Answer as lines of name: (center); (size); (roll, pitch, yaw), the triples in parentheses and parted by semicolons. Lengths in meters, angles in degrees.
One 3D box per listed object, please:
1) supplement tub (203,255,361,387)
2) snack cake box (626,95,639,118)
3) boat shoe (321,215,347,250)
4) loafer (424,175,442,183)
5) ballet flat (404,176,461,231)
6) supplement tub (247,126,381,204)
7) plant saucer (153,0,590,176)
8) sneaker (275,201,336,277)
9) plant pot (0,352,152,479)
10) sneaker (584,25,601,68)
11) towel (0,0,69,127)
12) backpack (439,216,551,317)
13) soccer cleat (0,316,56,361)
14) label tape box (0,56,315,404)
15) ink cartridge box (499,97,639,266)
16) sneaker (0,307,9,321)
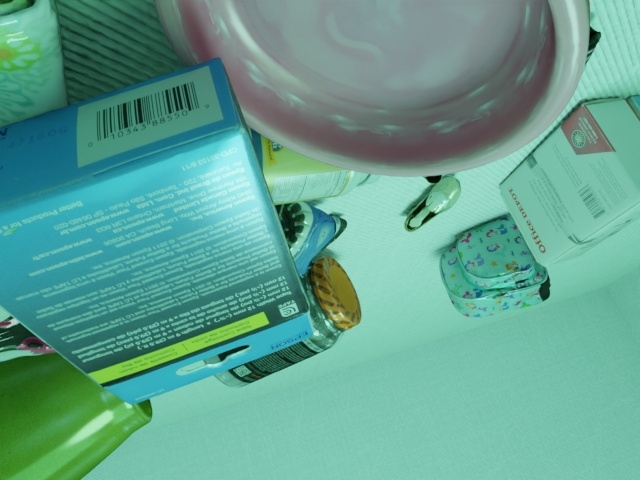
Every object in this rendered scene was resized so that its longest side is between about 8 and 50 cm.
supplement tub: (-0.092, 0.179, 1.199); (0.337, 0.207, 0.207); (-27, 156, 19)
snack cake box: (0.690, -0.219, 1.088); (0.264, 0.089, 0.152); (-11, 157, -22)
boat shoe: (0.000, 0.000, 1.075); (0.040, 0.049, 0.142); (4, 146, -45)
loafer: (0.185, -0.140, 0.904); (0.056, 0.050, 0.148); (-27, 157, 17)
ballet flat: (0.227, -0.065, 1.088); (0.052, 0.057, 0.168); (-48, 178, -37)
supplement tub: (-0.031, -0.119, 0.653); (0.199, 0.144, 0.144); (-10, 156, -24)
plant saucer: (0.035, -0.173, 0.431); (0.331, 0.084, 0.332); (14, 158, 6)
sneaker: (-0.093, 0.048, 1.004); (0.147, 0.130, 0.330); (9, 144, -46)
plant pot: (-0.551, 0.348, 1.080); (0.352, 0.367, 0.366); (-26, 159, -13)
sneaker: (0.307, -0.265, 0.722); (0.178, 0.072, 0.077); (-15, 146, -32)
towel: (-0.387, -0.091, 0.462); (0.320, 0.090, 0.374); (-8, 161, -24)
backpack: (0.440, 0.075, 1.387); (0.253, 0.225, 0.191); (-22, 136, 17)
soccer cleat: (-0.550, 0.152, 0.921); (0.331, 0.116, 0.143); (-15, -164, -42)
label tape box: (-0.158, 0.022, 0.545); (0.249, 0.115, 0.348); (-20, 144, -4)
ink cartridge box: (0.509, -0.104, 1.046); (0.117, 0.207, 0.283); (-13, 158, -21)
sneaker: (-0.499, 0.058, 0.774); (0.094, 0.080, 0.212); (-31, 157, -3)
